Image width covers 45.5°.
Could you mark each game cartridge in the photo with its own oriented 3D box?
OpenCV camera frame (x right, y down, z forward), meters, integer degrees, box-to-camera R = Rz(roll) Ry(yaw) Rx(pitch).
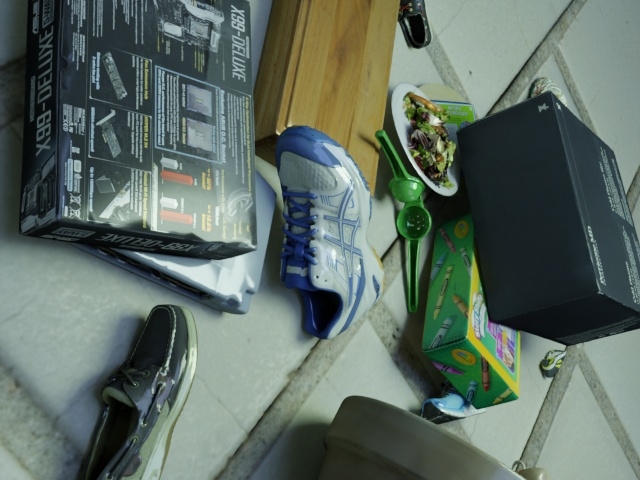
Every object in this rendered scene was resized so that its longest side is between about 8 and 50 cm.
[{"bbox_3d":[-0.178,-0.053,0.883,0.294,0.060,0.196,31,62,-39],"label":"game cartridge"}]

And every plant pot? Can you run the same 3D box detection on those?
[{"bbox_3d":[0.098,0.391,0.911,0.323,0.323,0.280,45,67,-30],"label":"plant pot"}]

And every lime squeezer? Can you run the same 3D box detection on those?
[{"bbox_3d":[0.128,-0.047,1.191,0.110,0.058,0.311,-41,128,-40],"label":"lime squeezer"}]

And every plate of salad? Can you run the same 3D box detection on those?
[{"bbox_3d":[0.180,-0.168,1.232,0.199,0.048,0.200,33,45,-41],"label":"plate of salad"}]

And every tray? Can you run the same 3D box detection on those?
[{"bbox_3d":[0.018,-0.280,1.137,0.202,0.076,0.411,29,59,-39],"label":"tray"}]

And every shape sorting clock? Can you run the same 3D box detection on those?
[{"bbox_3d":[0.220,-0.179,1.352,0.206,0.040,0.206,7,78,-37],"label":"shape sorting clock"}]

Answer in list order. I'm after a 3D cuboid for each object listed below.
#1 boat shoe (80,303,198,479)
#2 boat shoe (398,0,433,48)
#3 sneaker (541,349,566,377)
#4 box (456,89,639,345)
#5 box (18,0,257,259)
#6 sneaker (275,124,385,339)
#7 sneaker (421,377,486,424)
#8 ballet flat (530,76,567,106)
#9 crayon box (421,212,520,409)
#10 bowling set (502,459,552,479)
[{"bbox_3d":[-0.190,0.166,0.793,0.073,0.080,0.224,32,62,-44],"label":"boat shoe"},{"bbox_3d":[0.160,-0.401,1.338,0.042,0.048,0.133,-45,118,-52],"label":"boat shoe"},{"bbox_3d":[0.464,0.245,1.522,0.083,0.031,0.035,-26,113,-43],"label":"sneaker"},{"bbox_3d":[0.403,-0.023,1.295,0.312,0.178,0.344,22,55,-49],"label":"box"},{"bbox_3d":[-0.182,-0.145,0.808,0.242,0.076,0.308,9,73,-46],"label":"box"},{"bbox_3d":[0.000,0.000,0.988,0.131,0.111,0.297,-45,127,-37],"label":"sneaker"},{"bbox_3d":[0.204,0.252,1.223,0.162,0.063,0.073,7,65,-55],"label":"sneaker"},{"bbox_3d":[0.487,-0.279,1.641,0.091,0.077,0.241,52,47,-24],"label":"ballet flat"},{"bbox_3d":[0.253,0.109,1.246,0.165,0.081,0.279,47,38,-29],"label":"crayon box"},{"bbox_3d":[0.227,0.460,1.150,0.199,0.154,0.287,22,64,-22],"label":"bowling set"}]
